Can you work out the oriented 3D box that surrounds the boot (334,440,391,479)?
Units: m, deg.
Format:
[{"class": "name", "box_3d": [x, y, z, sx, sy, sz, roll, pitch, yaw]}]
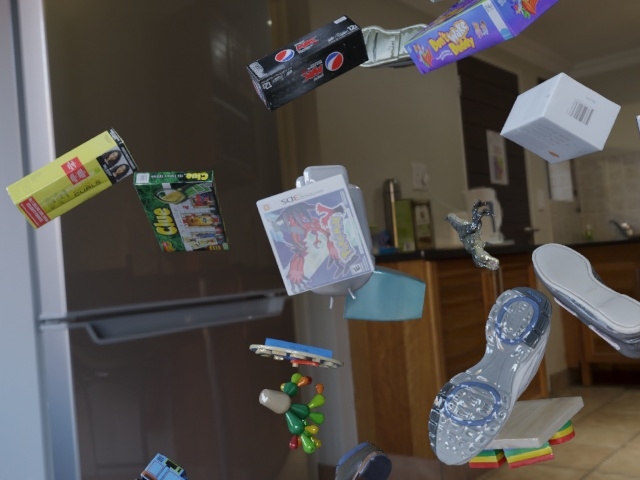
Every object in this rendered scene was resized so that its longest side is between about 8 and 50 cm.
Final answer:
[{"class": "boot", "box_3d": [0.063, 0.531, 1.459, 0.219, 0.082, 0.106, -46, 12, -1]}]

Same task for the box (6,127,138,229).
[{"class": "box", "box_3d": [-0.482, -0.122, 1.324, 0.232, 0.058, 0.087, -32, -35, -14]}]

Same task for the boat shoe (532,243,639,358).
[{"class": "boat shoe", "box_3d": [0.547, 0.122, 1.396, 0.112, 0.095, 0.335, -23, 32, -7]}]

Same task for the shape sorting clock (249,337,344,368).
[{"class": "shape sorting clock", "box_3d": [-0.052, 0.253, 1.458, 0.206, 0.040, 0.206, 10, -18, 3]}]

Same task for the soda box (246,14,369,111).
[{"class": "soda box", "box_3d": [-0.018, -0.258, 0.981, 0.169, 0.053, 0.060, -29, -43, -7]}]

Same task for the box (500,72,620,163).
[{"class": "box", "box_3d": [0.441, -0.222, 1.258, 0.130, 0.091, 0.170, 27, -6, -9]}]

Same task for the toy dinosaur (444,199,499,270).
[{"class": "toy dinosaur", "box_3d": [0.375, -0.037, 1.661, 0.064, 0.118, 0.268, 19, 25, -24]}]

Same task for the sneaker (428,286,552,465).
[{"class": "sneaker", "box_3d": [0.278, 0.221, 1.044, 0.111, 0.297, 0.129, 31, -6, 39]}]

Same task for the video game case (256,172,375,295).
[{"class": "video game case", "box_3d": [-0.010, -0.009, 1.329, 0.183, 0.201, 0.023, -17, 8, 14]}]

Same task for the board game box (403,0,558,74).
[{"class": "board game box", "box_3d": [0.334, -0.446, 1.294, 0.233, 0.078, 0.347, -40, 13, -12]}]

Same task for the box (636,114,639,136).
[{"class": "box", "box_3d": [0.723, -0.114, 1.254, 0.201, 0.293, 0.057, -12, 2, 25]}]

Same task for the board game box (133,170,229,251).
[{"class": "board game box", "box_3d": [-0.251, -0.048, 1.258, 0.136, 0.030, 0.260, 0, -27, 0]}]

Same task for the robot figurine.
[{"class": "robot figurine", "box_3d": [0.027, -0.010, 1.716, 0.199, 0.353, 0.300, -6, -14, -16]}]

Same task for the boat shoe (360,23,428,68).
[{"class": "boat shoe", "box_3d": [0.195, -0.487, 1.734, 0.103, 0.113, 0.302, 8, 6, -42]}]

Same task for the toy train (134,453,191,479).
[{"class": "toy train", "box_3d": [-0.272, 0.494, 1.282, 0.184, 0.105, 0.080, 30, -33, 15]}]

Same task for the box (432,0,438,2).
[{"class": "box", "box_3d": [0.295, -0.721, 1.604, 0.094, 0.113, 0.275, -25, -34, -20]}]

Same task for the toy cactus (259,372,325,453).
[{"class": "toy cactus", "box_3d": [-0.069, 0.392, 1.578, 0.180, 0.219, 0.112, 31, -51, -32]}]

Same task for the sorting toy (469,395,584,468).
[{"class": "sorting toy", "box_3d": [0.511, 0.495, 1.719, 0.257, 0.089, 0.255, -17, -2, -45]}]

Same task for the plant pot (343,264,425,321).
[{"class": "plant pot", "box_3d": [0.202, 0.165, 2.086, 0.234, 0.165, 0.166, 7, 3, 8]}]
